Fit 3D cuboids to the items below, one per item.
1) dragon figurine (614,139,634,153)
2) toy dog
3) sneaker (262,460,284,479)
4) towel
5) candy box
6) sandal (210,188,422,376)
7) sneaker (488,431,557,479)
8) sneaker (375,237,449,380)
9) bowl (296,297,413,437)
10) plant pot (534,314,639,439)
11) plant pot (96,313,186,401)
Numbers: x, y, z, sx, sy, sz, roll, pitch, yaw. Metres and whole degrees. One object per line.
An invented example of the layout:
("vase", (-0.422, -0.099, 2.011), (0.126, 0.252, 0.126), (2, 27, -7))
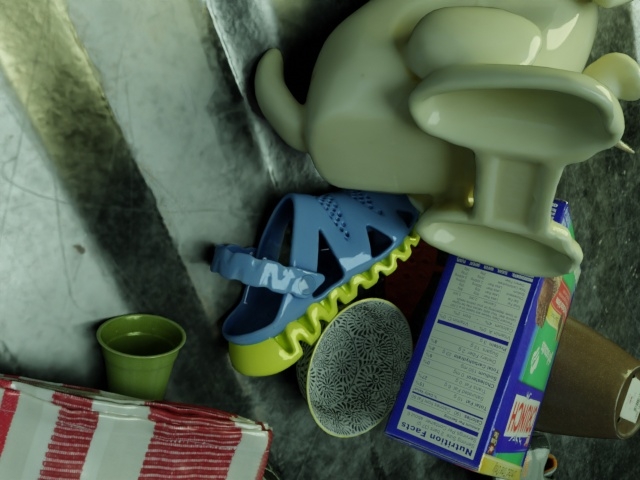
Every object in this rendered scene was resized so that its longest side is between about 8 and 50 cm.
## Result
("dragon figurine", (0.309, -0.155, 0.870), (0.144, 0.289, 0.085), (-33, 101, -18))
("toy dog", (0.167, -0.214, 0.719), (0.408, 0.395, 0.284), (-66, 150, -27))
("sneaker", (-0.124, 0.288, 0.730), (0.279, 0.107, 0.118), (36, 93, -34))
("towel", (-0.221, 0.248, 0.586), (0.329, 0.037, 0.237), (15, 91, -18))
("candy box", (0.222, 0.128, 0.840), (0.268, 0.122, 0.317), (40, 70, -59))
("sandal", (0.000, 0.000, 0.738), (0.317, 0.126, 0.138), (-45, 120, -25))
("sneaker", (0.325, 0.387, 1.058), (0.108, 0.100, 0.271), (-17, 137, 6))
("sneaker", (0.135, 0.081, 0.898), (0.125, 0.104, 0.262), (-7, 109, -56))
("bowl", (0.027, 0.145, 0.815), (0.170, 0.080, 0.170), (-9, 105, -37))
("plant pot", (0.362, 0.204, 1.005), (0.215, 0.230, 0.215), (-10, 106, -38))
("plant pot", (-0.178, 0.126, 0.652), (0.083, 0.083, 0.079), (-6, 116, -38))
